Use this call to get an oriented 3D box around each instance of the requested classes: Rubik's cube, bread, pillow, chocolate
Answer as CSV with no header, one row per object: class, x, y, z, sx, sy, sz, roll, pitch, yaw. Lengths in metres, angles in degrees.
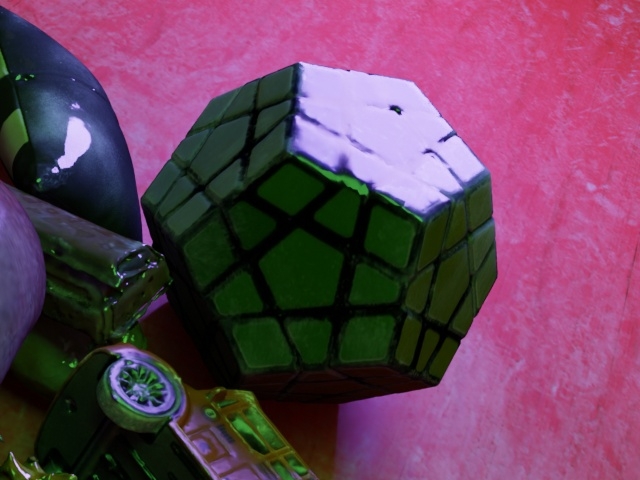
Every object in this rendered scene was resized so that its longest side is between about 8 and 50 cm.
Rubik's cube,0.001,0.000,1.045,0.319,0.264,0.319,18,41,-16
bread,-0.249,0.045,0.985,0.232,0.088,0.128,32,30,9
pillow,-0.239,-0.094,1.092,0.249,0.106,0.186,63,6,33
chocolate,-0.273,-0.021,0.944,0.329,0.065,0.102,25,39,17

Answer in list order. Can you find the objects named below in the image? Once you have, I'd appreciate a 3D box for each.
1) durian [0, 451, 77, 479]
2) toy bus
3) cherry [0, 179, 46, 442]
durian,-0.171,0.240,0.816,0.224,0.140,0.078,59,26,4
toy bus,-0.065,0.221,0.872,0.329,0.143,0.153,47,31,20
cherry,-0.315,0.025,0.774,0.307,0.221,0.261,40,34,-15
